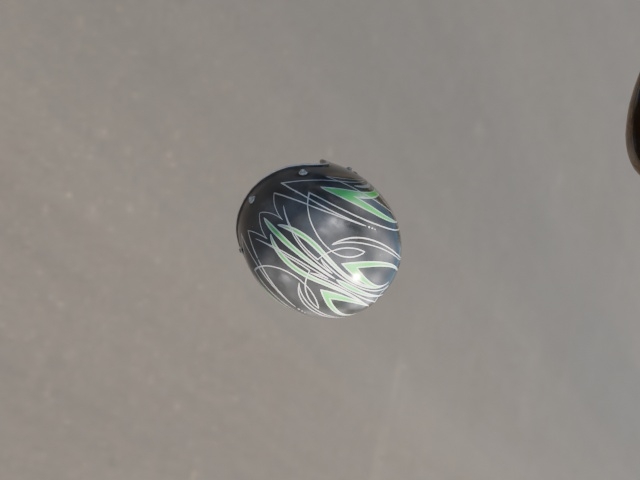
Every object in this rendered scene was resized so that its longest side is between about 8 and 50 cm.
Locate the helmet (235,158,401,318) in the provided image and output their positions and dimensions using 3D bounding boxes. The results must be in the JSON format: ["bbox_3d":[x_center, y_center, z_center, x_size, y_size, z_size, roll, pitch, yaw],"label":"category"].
[{"bbox_3d":[0.000,0.000,1.712,0.161,0.169,0.169,-28,125,-73],"label":"helmet"}]

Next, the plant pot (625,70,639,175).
[{"bbox_3d":[0.300,-0.073,0.991,0.167,0.165,0.167,-52,-158,31],"label":"plant pot"}]
